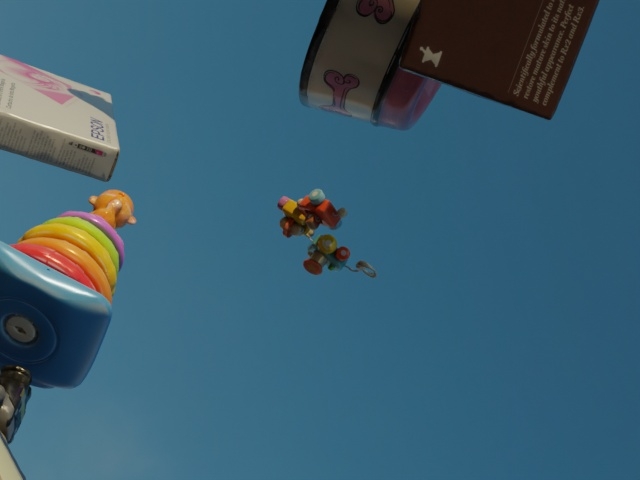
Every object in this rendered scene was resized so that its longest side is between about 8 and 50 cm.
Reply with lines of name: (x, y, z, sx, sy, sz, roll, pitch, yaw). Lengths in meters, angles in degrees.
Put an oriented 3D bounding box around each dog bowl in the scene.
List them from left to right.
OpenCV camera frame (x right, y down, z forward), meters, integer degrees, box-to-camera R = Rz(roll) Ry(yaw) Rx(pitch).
dog bowl: (0.134, -0.327, 1.437, 0.150, 0.408, 0.408, 30, -54, 6)

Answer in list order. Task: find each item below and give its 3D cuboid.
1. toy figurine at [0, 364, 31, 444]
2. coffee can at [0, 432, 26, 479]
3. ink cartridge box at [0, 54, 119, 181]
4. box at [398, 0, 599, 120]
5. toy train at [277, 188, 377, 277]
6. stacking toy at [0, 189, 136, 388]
toy figurine: (-0.435, 0.179, 1.136, 0.209, 0.148, 0.213, -25, -63, 23)
coffee can: (-0.185, 0.171, 0.400, 0.275, 0.201, 0.201, 59, -43, 13)
ink cartridge box: (-0.492, -0.221, 1.723, 0.071, 0.330, 0.324, -65, -158, 17)
box: (0.197, -0.242, 1.147, 0.167, 0.203, 0.168, 21, -73, 5)
toy train: (0.000, 0.000, 1.350, 0.125, 0.046, 0.166, 19, -28, 43)
stacking toy: (-0.304, 0.023, 1.324, 0.175, 0.302, 0.166, 28, -55, -4)
